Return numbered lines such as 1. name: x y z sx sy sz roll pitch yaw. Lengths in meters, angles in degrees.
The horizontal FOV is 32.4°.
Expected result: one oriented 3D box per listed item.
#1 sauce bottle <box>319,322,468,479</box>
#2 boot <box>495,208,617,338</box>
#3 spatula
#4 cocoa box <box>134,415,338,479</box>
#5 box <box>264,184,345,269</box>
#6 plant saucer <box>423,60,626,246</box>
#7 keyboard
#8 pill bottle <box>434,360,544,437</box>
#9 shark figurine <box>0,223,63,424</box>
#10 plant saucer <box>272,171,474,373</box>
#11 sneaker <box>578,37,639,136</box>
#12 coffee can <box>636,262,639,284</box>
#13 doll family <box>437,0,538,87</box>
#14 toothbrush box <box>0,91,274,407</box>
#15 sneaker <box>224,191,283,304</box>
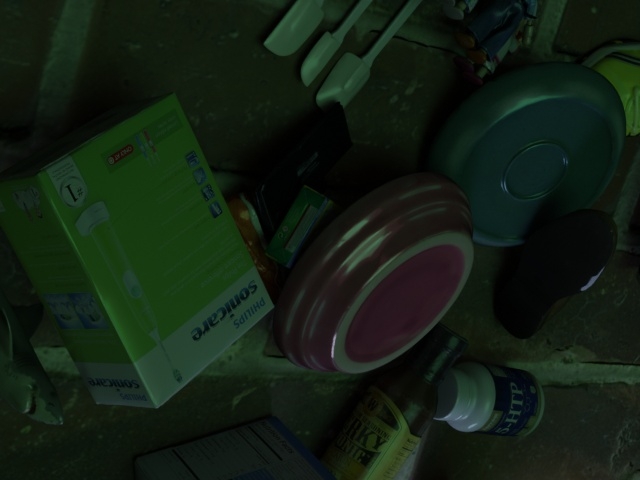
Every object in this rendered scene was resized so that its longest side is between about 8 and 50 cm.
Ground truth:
1. sauce bottle: 0.099 0.276 1.655 0.111 0.111 0.344 32 91 -39
2. boot: 0.371 0.032 1.665 0.115 0.112 0.305 -31 163 -31
3. spatula: 0.048 -0.292 1.408 0.242 0.019 0.168 -52 128 -6
4. cocoa box: -0.106 0.465 1.528 0.228 0.231 0.347 -13 118 -29
5. box: 0.000 0.000 1.458 0.105 0.043 0.179 -60 157 1
6. plant saucer: 0.302 -0.108 1.581 0.317 0.044 0.318 -10 130 -13
7. keyboard: -0.020 -0.089 1.419 0.180 0.023 0.108 -48 143 -28
8. pill bottle: 0.254 0.250 1.741 0.186 0.112 0.112 12 105 -37
9. shark figurine: -0.360 0.067 1.278 0.116 0.166 0.278 -21 106 -54
10. plant saucer: 0.090 0.061 1.488 0.332 0.084 0.332 -31 147 -23
11. sneaker: 0.528 -0.232 1.668 0.384 0.147 0.145 -22 124 -21
12. coffee can: 0.646 -0.044 1.800 0.201 0.201 0.275 -7 116 -31
13. doll family: 0.231 -0.326 1.437 0.163 0.118 0.263 -51 129 -13
14. toothbrush box: -0.205 0.011 1.217 0.206 0.122 0.283 -41 114 -40
15. sneaker: -0.094 0.014 1.441 0.067 0.064 0.175 -23 120 1
